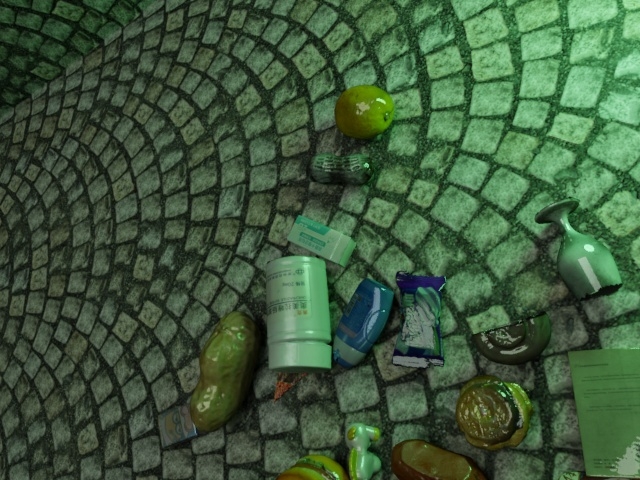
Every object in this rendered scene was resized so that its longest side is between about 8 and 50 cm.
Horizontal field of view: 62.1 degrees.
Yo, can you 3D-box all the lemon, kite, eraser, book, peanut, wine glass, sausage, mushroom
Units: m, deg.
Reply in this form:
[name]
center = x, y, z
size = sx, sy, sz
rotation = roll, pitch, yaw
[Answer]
[lemon]
center = 0.134, -0.406, 1.682
size = 0.207, 0.170, 0.170
rotation = 12, 82, 38
[kite]
center = -0.097, 0.400, 1.673
size = 0.222, 0.008, 0.125
rotation = -42, 57, 13
[eraser]
center = 0.000, 0.000, 1.706
size = 0.225, 0.052, 0.095
rotation = 25, 86, 34
[book]
center = 0.677, 0.375, 1.171
size = 0.215, 0.025, 0.282
rotation = -9, 57, 27
[peanut]
center = -0.302, 0.414, 1.678
size = 0.170, 0.192, 0.387
rotation = 11, 81, 25
[wine glass]
center = 0.624, 0.024, 1.289
size = 0.126, 0.126, 0.241
rotation = -27, 61, 21
[sausage]
center = 0.293, 0.580, 1.316
size = 0.258, 0.133, 0.133
rotation = 8, 80, 35
[mushroom]
center = 0.480, 0.245, 1.305
size = 0.188, 0.141, 0.117
rotation = -28, 85, 24

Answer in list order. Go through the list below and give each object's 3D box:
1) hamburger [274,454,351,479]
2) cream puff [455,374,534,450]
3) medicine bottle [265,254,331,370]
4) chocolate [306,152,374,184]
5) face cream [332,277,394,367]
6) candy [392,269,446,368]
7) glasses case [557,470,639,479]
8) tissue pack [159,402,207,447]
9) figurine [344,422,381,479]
[hamburger]
center = -0.005, 0.698, 1.427
size = 0.246, 0.170, 0.246
rotation = 9, 105, 36
[cream puff]
center = 0.425, 0.413, 1.288
size = 0.189, 0.129, 0.189
rotation = -11, 72, 37
[medicine bottle]
center = -0.067, 0.228, 1.593
size = 0.190, 0.190, 0.332
rotation = -15, 67, 26
[chocolate]
center = 0.062, -0.230, 1.706
size = 0.248, 0.110, 0.110
rotation = 6, 79, 28
[face cream]
center = 0.116, 0.246, 1.539
size = 0.149, 0.083, 0.264
rotation = 31, 96, 53
[candy]
center = 0.274, 0.216, 1.474
size = 0.145, 0.070, 0.275
rotation = -2, 70, 23
[glasses case]
center = 0.671, 0.561, 1.125
size = 0.321, 0.082, 0.122
rotation = -9, 72, 29
[tissue pack]
center = -0.461, 0.619, 1.787
size = 0.155, 0.065, 0.115
rotation = -25, 66, 21
[figurine]
center = 0.107, 0.582, 1.423
size = 0.109, 0.130, 0.178
rotation = -15, 68, 23
